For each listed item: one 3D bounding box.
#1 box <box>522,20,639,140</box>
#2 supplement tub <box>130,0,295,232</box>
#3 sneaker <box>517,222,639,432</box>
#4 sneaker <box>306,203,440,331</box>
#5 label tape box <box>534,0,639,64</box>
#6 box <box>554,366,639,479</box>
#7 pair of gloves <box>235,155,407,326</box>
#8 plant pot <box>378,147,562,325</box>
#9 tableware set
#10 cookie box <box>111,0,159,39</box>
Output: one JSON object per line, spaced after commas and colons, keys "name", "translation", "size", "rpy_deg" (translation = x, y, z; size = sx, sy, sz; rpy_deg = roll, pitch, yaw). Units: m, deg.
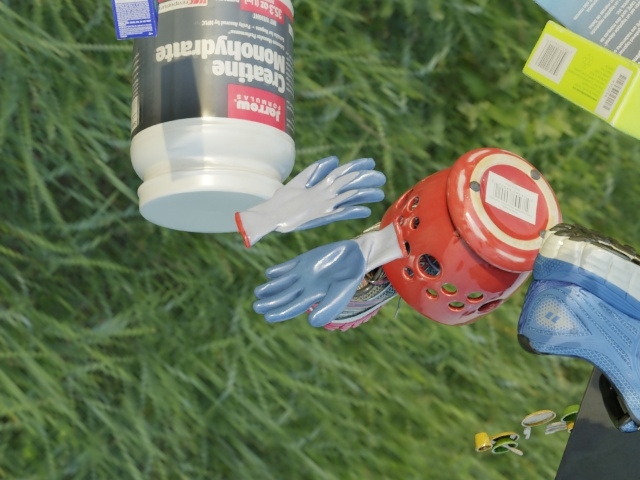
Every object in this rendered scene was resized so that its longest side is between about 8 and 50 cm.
{"name": "box", "translation": [0.228, -0.079, 0.865], "size": [0.178, 0.109, 0.042], "rpy_deg": [19, 105, -30]}
{"name": "supplement tub", "translation": [-0.125, -0.162, 1.583], "size": [0.191, 0.191, 0.272], "rpy_deg": [23, 61, -56]}
{"name": "sneaker", "translation": [0.324, 0.109, 1.221], "size": [0.130, 0.330, 0.147], "rpy_deg": [-88, -157, -77]}
{"name": "sneaker", "translation": [0.115, 0.019, 1.833], "size": [0.299, 0.121, 0.112], "rpy_deg": [-34, 163, -14]}
{"name": "label tape box", "translation": [0.469, -0.325, 1.794], "size": [0.240, 0.334, 0.106], "rpy_deg": [-51, 169, 19]}
{"name": "box", "translation": [0.477, 0.454, 1.671], "size": [0.479, 0.297, 0.471], "rpy_deg": [-63, 140, -32]}
{"name": "pair of gloves", "translation": [0.000, 0.000, 1.299], "size": [0.159, 0.198, 0.023], "rpy_deg": [-25, 135, 7]}
{"name": "plant pot", "translation": [0.193, -0.008, 1.707], "size": [0.191, 0.191, 0.174], "rpy_deg": [-23, 170, -37]}
{"name": "tableware set", "translation": [0.281, 0.258, 1.825], "size": [0.154, 0.024, 0.104], "rpy_deg": [-13, 152, -2]}
{"name": "cookie box", "translation": [-0.175, -0.252, 1.254], "size": [0.040, 0.092, 0.107], "rpy_deg": [-6, 119, -3]}
